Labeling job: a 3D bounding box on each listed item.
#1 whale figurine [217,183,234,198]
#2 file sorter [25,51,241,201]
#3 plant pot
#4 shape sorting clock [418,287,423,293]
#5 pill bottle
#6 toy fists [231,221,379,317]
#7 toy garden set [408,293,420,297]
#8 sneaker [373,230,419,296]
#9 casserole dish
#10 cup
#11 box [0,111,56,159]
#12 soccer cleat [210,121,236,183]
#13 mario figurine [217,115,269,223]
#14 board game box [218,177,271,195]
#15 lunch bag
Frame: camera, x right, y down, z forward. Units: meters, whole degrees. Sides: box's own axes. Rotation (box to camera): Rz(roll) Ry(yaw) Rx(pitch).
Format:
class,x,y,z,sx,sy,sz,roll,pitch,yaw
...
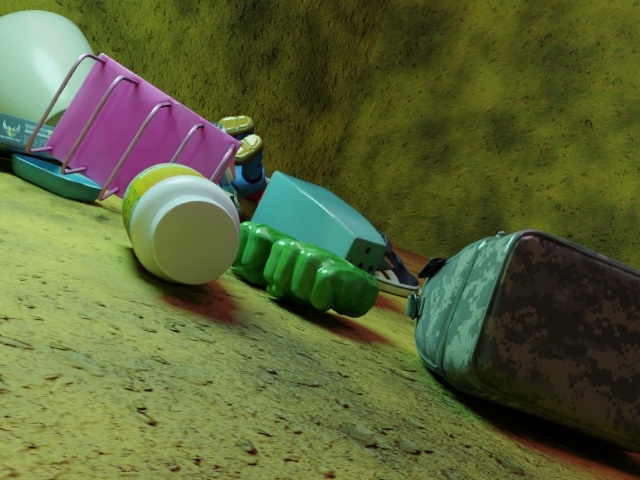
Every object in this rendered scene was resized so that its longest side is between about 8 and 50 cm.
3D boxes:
class,x,y,z,sx,sy,sz,roll,pitch,yaw
whale figurine,-0.327,-0.131,1.738,0.216,0.141,0.272,-15,-45,39
file sorter,-0.310,-0.155,1.208,0.290,0.202,0.182,32,5,-10
plant pot,0.000,0.000,1.401,0.165,0.166,0.234,15,15,-48
shape sorting clock,0.323,0.151,1.649,0.206,0.040,0.206,26,6,-3
pill bottle,-0.181,-0.022,0.932,0.136,0.136,0.245,19,5,-22
toy fists,-0.046,0.042,1.082,0.142,0.096,0.279,30,-4,-39
toy garden set,0.275,0.163,1.351,0.244,0.049,0.204,18,7,-18
sneaker,0.121,0.040,1.631,0.321,0.128,0.126,19,4,-38
casserole dish,-0.481,-0.112,1.306,0.188,0.037,0.114,22,5,23
cup,-0.629,-0.316,1.644,0.237,0.331,0.331,49,16,22
box,-0.587,-0.193,1.358,0.183,0.059,0.232,5,-1,25
soccer cleat,-0.273,-0.190,1.524,0.108,0.117,0.318,-31,25,-23
mario figurine,-0.183,-0.118,1.631,0.170,0.198,0.321,8,-36,13
board game box,-0.225,-0.121,1.860,0.210,0.160,0.047,21,49,-4
lunch bag,0.282,0.126,0.919,0.305,0.213,0.256,21,-12,-8
